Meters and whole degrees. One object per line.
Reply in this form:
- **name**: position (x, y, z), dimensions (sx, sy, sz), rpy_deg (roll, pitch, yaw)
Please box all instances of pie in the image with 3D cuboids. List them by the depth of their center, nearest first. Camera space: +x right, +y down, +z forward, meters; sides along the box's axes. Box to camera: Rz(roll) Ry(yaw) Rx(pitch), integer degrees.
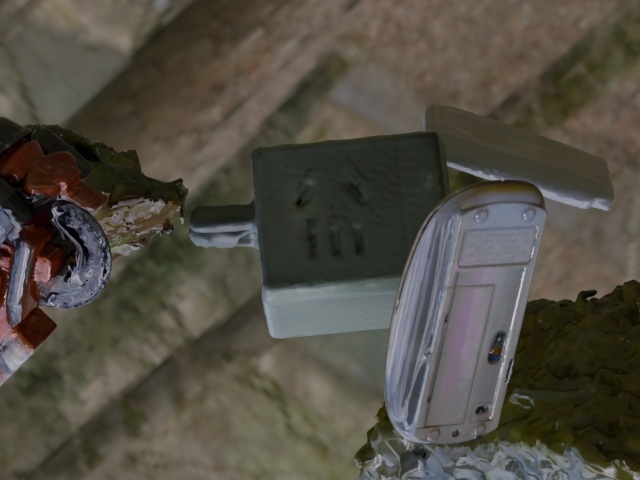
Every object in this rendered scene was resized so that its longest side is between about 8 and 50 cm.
- **pie**: position (-0.290, -0.021, 1.703), dimensions (0.288, 0.355, 0.103), rpy_deg (73, -173, -78)

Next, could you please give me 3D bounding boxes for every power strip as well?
- **power strip**: position (0.000, 0.000, 1.629), dimensions (0.139, 0.224, 0.140), rpy_deg (84, 179, -73)

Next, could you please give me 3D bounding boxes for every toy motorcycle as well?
- **toy motorcycle**: position (-0.305, 0.021, 1.485), dimensions (0.221, 0.326, 0.148), rpy_deg (44, -149, -4)

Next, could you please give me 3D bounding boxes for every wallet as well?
- **wallet**: position (0.179, -0.075, 1.754), dimensions (0.183, 0.032, 0.124), rpy_deg (17, -157, -3)

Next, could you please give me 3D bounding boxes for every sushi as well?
- **sushi**: position (0.226, 0.231, 1.539), dimensions (0.351, 0.240, 0.396), rpy_deg (-1, 126, 43)

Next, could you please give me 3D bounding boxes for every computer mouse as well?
- **computer mouse**: position (0.100, 0.048, 1.323), dimensions (0.045, 0.102, 0.199), rpy_deg (36, 123, 51)
